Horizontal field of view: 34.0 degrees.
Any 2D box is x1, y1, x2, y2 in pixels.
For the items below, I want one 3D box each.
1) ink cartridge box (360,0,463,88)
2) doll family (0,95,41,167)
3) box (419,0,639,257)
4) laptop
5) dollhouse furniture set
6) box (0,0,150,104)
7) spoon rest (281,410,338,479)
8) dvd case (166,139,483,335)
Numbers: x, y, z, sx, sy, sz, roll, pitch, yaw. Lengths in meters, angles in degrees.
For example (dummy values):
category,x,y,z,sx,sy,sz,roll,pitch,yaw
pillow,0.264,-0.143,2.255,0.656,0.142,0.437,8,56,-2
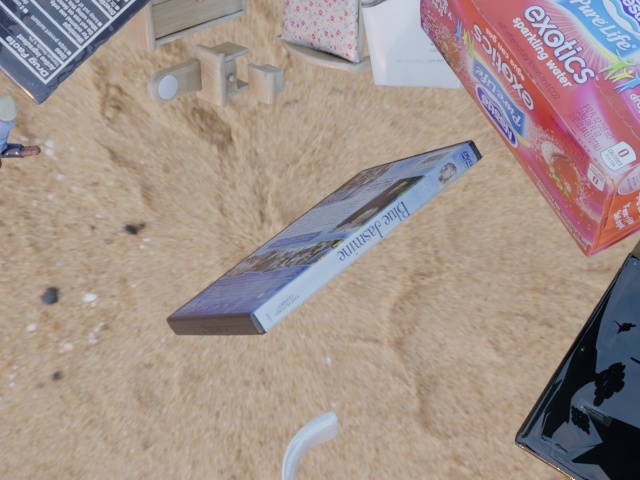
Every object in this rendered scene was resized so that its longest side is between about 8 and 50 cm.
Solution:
category,x,y,z,sx,sy,sz,roll,pitch,yaw
ink cartridge box,0.097,-0.269,0.954,0.092,0.160,0.219,5,127,23
doll family,-0.325,-0.089,0.837,0.193,0.111,0.076,22,57,-10
box,0.188,-0.136,0.779,0.128,0.123,0.257,-27,64,-7
laptop,0.499,0.185,1.259,0.382,0.236,0.408,32,81,16
dollhouse furniture set,-0.061,-0.256,1.275,0.174,0.355,0.303,-30,132,-38
box,-0.301,-0.362,1.104,0.294,0.183,0.296,-41,117,4
spoon rest,0.022,0.312,1.062,0.084,0.137,0.276,-15,55,-11
dvd case,0.000,0.000,0.888,0.253,0.180,0.022,-38,103,-26
